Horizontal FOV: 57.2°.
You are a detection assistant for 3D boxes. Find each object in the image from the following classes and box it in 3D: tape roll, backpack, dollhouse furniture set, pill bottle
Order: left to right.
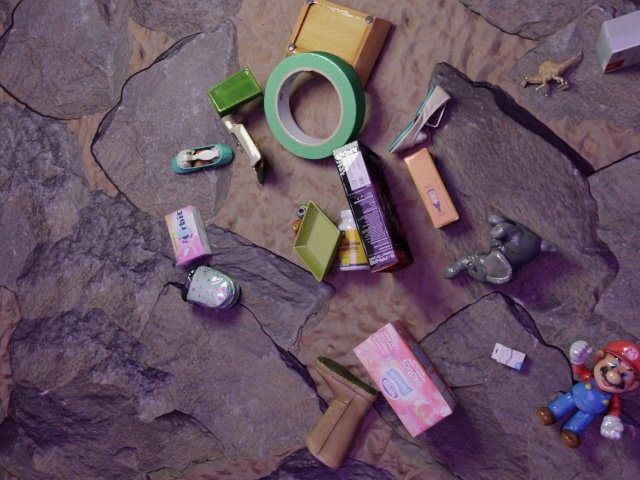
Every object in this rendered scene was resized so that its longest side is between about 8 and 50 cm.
[{"bbox_3d":[-0.363,0.166,1.952,0.182,0.115,0.152,16,90,17],"label":"backpack"},{"bbox_3d":[-0.216,-0.366,1.901,0.151,0.197,0.301,-30,81,-4],"label":"dollhouse furniture set"},{"bbox_3d":[-0.021,-0.417,1.814,0.321,0.077,0.321,12,116,26],"label":"tape roll"},{"bbox_3d":[0.103,0.001,1.800,0.103,0.103,0.184,-5,86,19],"label":"pill bottle"}]

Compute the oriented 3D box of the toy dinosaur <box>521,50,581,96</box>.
[{"bbox_3d":[0.662,-0.468,1.652,0.183,0.053,0.092,-24,78,17],"label":"toy dinosaur"}]

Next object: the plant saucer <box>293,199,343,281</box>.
[{"bbox_3d":[0.000,0.000,1.817,0.188,0.045,0.188,50,130,42],"label":"plant saucer"}]

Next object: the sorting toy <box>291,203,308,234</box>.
[{"bbox_3d":[-0.063,-0.068,1.895,0.061,0.042,0.102,15,92,20],"label":"sorting toy"}]

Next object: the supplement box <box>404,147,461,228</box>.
[{"bbox_3d":[0.334,-0.152,1.741,0.078,0.080,0.233,-25,78,17],"label":"supplement box"}]

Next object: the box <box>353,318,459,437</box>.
[{"bbox_3d":[0.250,0.393,1.703,0.142,0.154,0.300,-39,77,14],"label":"box"}]

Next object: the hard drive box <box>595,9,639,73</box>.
[{"bbox_3d":[0.855,-0.535,1.520,0.232,0.181,0.089,-14,84,19],"label":"hard drive box"}]

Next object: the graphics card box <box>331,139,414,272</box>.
[{"bbox_3d":[0.158,-0.092,1.718,0.094,0.233,0.371,-22,80,18],"label":"graphics card box"}]

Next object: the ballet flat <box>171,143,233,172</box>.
[{"bbox_3d":[-0.422,-0.287,2.009,0.247,0.087,0.083,-8,85,19],"label":"ballet flat"}]

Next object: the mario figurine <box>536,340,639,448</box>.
[{"bbox_3d":[0.712,0.393,1.526,0.198,0.170,0.320,30,108,-16],"label":"mario figurine"}]

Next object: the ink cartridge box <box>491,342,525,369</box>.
[{"bbox_3d":[0.534,0.330,1.671,0.083,0.028,0.048,19,93,20],"label":"ink cartridge box"}]

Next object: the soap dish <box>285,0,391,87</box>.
[{"bbox_3d":[0.045,-0.630,1.845,0.291,0.118,0.229,25,96,18],"label":"soap dish"}]

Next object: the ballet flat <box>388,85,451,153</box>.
[{"bbox_3d":[0.305,-0.348,1.764,0.086,0.086,0.248,38,99,17],"label":"ballet flat"}]

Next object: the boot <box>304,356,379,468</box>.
[{"bbox_3d":[0.024,0.530,1.812,0.236,0.089,0.269,33,99,18],"label":"boot"}]

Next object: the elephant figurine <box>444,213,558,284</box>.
[{"bbox_3d":[0.496,0.059,1.651,0.169,0.186,0.239,18,109,-23],"label":"elephant figurine"}]

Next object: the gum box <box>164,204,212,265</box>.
[{"bbox_3d":[-0.452,-0.013,2.019,0.107,0.062,0.188,-21,80,18],"label":"gum box"}]
